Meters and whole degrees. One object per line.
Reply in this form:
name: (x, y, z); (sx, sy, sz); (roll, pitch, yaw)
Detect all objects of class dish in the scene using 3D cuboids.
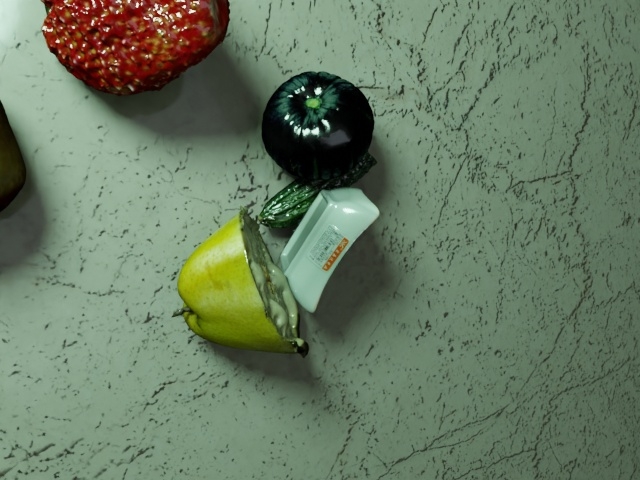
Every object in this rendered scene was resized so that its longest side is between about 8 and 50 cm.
dish: (0.000, 0.000, 0.918); (0.077, 0.151, 0.213); (29, 103, -17)

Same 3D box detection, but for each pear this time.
pear: (-0.146, 0.091, 0.880); (0.177, 0.267, 0.267); (-21, 102, 6)

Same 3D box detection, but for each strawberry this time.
strawberry: (-0.274, -0.343, 0.759); (0.260, 0.257, 0.261); (-6, 104, -24)

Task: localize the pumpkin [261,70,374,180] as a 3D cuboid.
pumpkin: (-0.005, -0.196, 0.922); (0.201, 0.140, 0.202); (-3, 61, 5)

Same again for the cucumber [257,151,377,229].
cucumber: (-0.001, -0.099, 0.985); (0.265, 0.077, 0.077); (-40, 107, -14)

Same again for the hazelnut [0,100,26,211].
hazelnut: (-0.517, -0.127, 0.697); (0.229, 0.229, 0.230); (-1, 94, -23)
